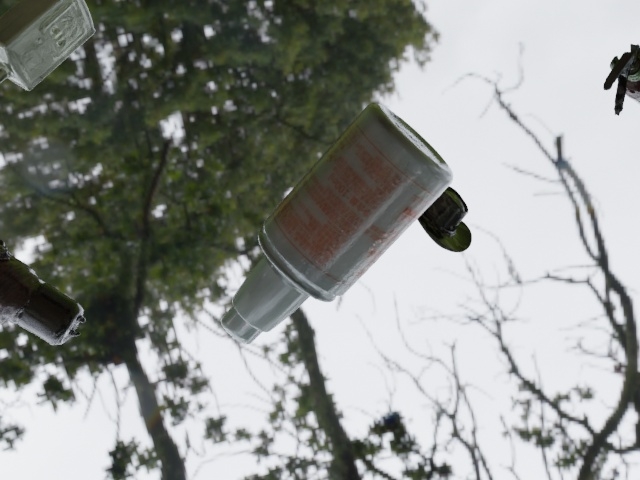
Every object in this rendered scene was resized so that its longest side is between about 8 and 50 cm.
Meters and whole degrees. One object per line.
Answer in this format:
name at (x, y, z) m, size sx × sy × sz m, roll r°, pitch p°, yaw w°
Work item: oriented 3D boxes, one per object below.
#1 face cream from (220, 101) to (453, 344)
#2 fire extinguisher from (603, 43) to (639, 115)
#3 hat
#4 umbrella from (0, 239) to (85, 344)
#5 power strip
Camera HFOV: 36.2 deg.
face cream at (0.000, 0.000, 0.876) m, size 0.251 × 0.101 × 0.101 m, roll -47°, pitch -160°, yaw 14°
fire extinguisher at (0.432, -0.186, 1.252) m, size 0.231 × 0.099 × 0.071 m, roll 16°, pitch 180°, yaw -43°
hat at (0.156, -0.042, 1.261) m, size 0.050 × 0.121 × 0.121 m, roll -49°, pitch -168°, yaw 23°
umbrella at (-0.401, 0.017, 1.048) m, size 0.326 × 0.094 × 0.090 m, roll 33°, pitch -168°, yaw -1°
power strip at (-0.316, -0.209, 1.050) m, size 0.042 × 0.075 × 0.175 m, roll 31°, pitch -112°, yaw 24°
